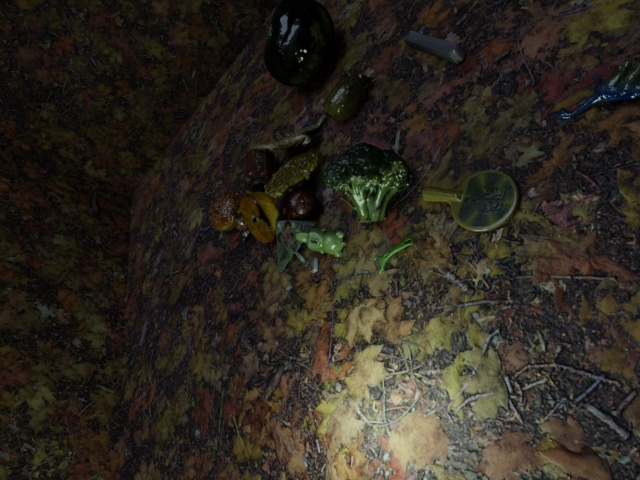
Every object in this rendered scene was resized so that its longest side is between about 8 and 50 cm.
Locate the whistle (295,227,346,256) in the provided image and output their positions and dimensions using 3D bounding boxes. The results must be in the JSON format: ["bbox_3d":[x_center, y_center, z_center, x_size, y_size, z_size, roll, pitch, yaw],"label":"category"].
[{"bbox_3d":[0.000,0.000,1.698,0.227,0.085,0.105,10,101,31],"label":"whistle"}]

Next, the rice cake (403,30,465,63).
[{"bbox_3d":[0.448,-0.774,1.716,0.056,0.072,0.365,-52,38,14],"label":"rice cake"}]

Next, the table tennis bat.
[{"bbox_3d":[0.458,-0.130,1.343,0.320,0.050,0.199,16,82,46],"label":"table tennis bat"}]

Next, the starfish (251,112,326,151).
[{"bbox_3d":[-0.132,-0.506,2.104,0.431,0.083,0.324,-4,28,44],"label":"starfish"}]

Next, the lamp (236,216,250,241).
[{"bbox_3d":[-0.349,-0.110,2.152,0.253,0.118,0.118,-46,41,16],"label":"lamp"}]

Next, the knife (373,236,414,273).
[{"bbox_3d":[0.251,0.044,1.478,0.166,0.022,0.078,-40,48,25],"label":"knife"}]

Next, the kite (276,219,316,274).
[{"bbox_3d":[-0.124,0.008,1.837,0.323,0.013,0.268,-51,60,31],"label":"kite"}]

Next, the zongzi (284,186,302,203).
[{"bbox_3d":[-0.127,-0.206,2.018,0.103,0.052,0.114,-23,62,39],"label":"zongzi"}]

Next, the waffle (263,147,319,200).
[{"bbox_3d":[-0.132,-0.307,2.007,0.301,0.068,0.325,-18,37,36],"label":"waffle"}]

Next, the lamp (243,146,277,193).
[{"bbox_3d":[-0.309,-0.358,2.211,0.177,0.177,0.274,-32,46,31],"label":"lamp"}]

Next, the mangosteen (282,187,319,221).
[{"bbox_3d":[-0.090,-0.155,1.878,0.181,0.155,0.146,-150,54,-68],"label":"mangosteen"}]

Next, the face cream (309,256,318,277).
[{"bbox_3d":[-0.027,0.109,1.740,0.040,0.021,0.084,-26,51,37],"label":"face cream"}]

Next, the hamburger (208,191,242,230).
[{"bbox_3d":[-0.506,-0.153,2.320,0.236,0.147,0.237,-22,56,37],"label":"hamburger"}]

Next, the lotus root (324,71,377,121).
[{"bbox_3d":[0.127,-0.661,1.942,0.278,0.154,0.154,-45,41,12],"label":"lotus root"}]

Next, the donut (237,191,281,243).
[{"bbox_3d":[-0.276,-0.106,1.981,0.118,0.254,0.253,-28,25,-32],"label":"donut"}]

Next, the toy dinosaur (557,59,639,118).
[{"bbox_3d":[0.780,-0.367,1.132,0.188,0.075,0.248,-59,43,18],"label":"toy dinosaur"}]

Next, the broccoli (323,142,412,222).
[{"bbox_3d":[0.159,-0.206,1.551,0.303,0.320,0.284,9,105,59],"label":"broccoli"}]

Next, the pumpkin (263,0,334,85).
[{"bbox_3d":[-0.115,-1.035,2.265,0.454,0.343,0.456,-169,90,-69],"label":"pumpkin"}]

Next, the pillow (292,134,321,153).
[{"bbox_3d":[-0.064,-0.461,2.088,0.150,0.090,0.048,-13,100,45],"label":"pillow"}]
